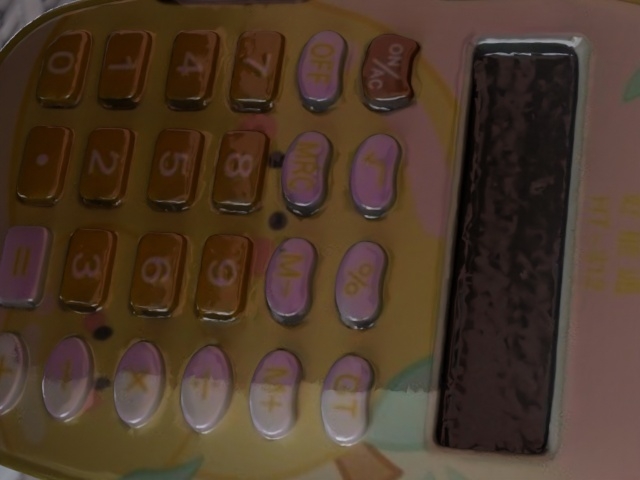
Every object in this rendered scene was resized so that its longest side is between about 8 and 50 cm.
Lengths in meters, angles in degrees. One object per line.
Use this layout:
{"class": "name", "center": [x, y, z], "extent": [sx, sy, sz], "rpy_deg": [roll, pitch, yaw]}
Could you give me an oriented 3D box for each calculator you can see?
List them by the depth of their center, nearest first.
{"class": "calculator", "center": [0.000, 0.000, 0.400], "extent": [0.237, 0.157, 0.033], "rpy_deg": [4, 163, 14]}
